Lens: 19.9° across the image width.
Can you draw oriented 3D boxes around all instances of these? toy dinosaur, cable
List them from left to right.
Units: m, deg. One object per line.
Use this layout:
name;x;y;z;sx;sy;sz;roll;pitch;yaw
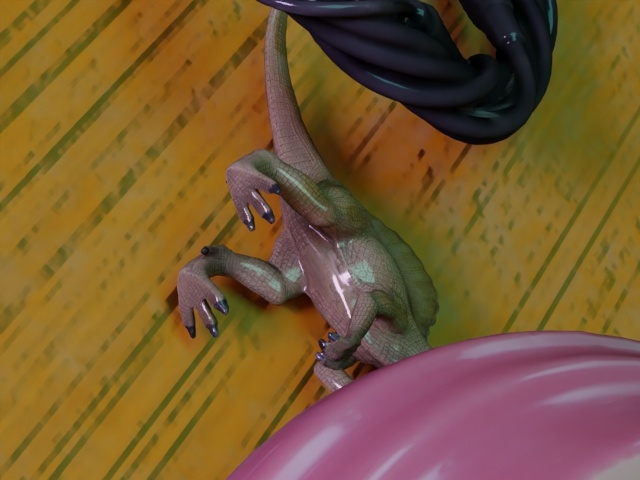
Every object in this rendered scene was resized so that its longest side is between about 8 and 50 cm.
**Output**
toy dinosaur;0.000;0.000;0.556;0.092;0.053;0.183;-7;62;-53
cable;0.019;-0.094;0.597;0.150;0.047;0.184;53;27;-12

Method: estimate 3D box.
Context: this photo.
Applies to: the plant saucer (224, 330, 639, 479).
plant saucer;0.098;0.176;0.450;0.332;0.084;0.332;14;65;-31
